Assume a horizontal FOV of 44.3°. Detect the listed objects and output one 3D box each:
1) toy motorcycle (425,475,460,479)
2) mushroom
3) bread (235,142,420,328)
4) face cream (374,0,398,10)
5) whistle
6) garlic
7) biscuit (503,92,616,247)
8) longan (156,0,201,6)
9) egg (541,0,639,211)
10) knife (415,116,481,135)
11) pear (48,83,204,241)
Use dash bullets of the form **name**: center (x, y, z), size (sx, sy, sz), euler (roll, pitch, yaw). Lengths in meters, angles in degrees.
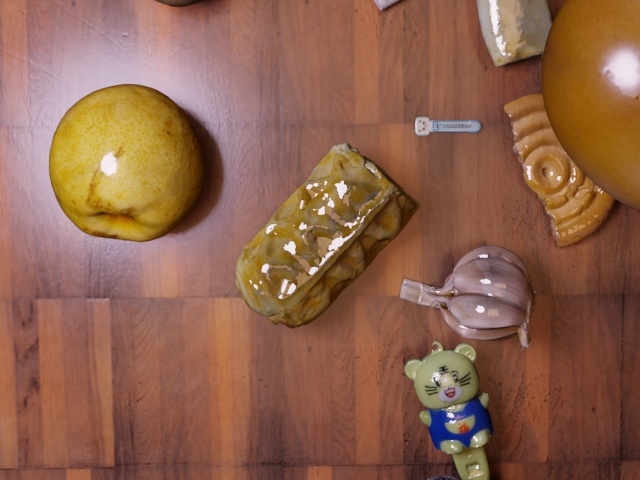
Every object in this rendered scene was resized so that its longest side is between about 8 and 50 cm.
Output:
- **toy motorcycle**: center (0.273, 0.452, 1.101), size (0.325, 0.148, 0.221), euler (9, 96, -3)
- **mushroom**: center (0.248, -0.397, 1.077), size (0.099, 0.081, 0.312), euler (-14, 98, 4)
- **bread**: center (0.000, 0.000, 1.077), size (0.152, 0.130, 0.268), euler (42, 93, -12)
- **face cream**: center (0.134, -0.368, 1.097), size (0.130, 0.034, 0.034), euler (-29, 94, 2)
- **whistle**: center (0.193, 0.250, 1.117), size (0.105, 0.085, 0.228), euler (-17, 95, 3)
- **garlic**: center (0.207, 0.070, 1.100), size (0.194, 0.127, 0.131), euler (14, 62, 26)
- **biscuit**: center (0.357, -0.110, 1.119), size (0.144, 0.033, 0.224), euler (-20, 95, 1)
- **longan**: center (-0.196, -0.405, 1.034), size (0.167, 0.167, 0.187), euler (-12, 115, 0)
- **egg**: center (0.432, -0.183, 0.970), size (0.282, 0.282, 0.351), euler (-43, 99, 2)
- **knife**: center (0.183, -0.164, 1.124), size (0.096, 0.010, 0.027), euler (0, 95, -1)
- **pear**: center (-0.255, -0.106, 1.034), size (0.208, 0.209, 0.209), euler (0, 94, -1)
